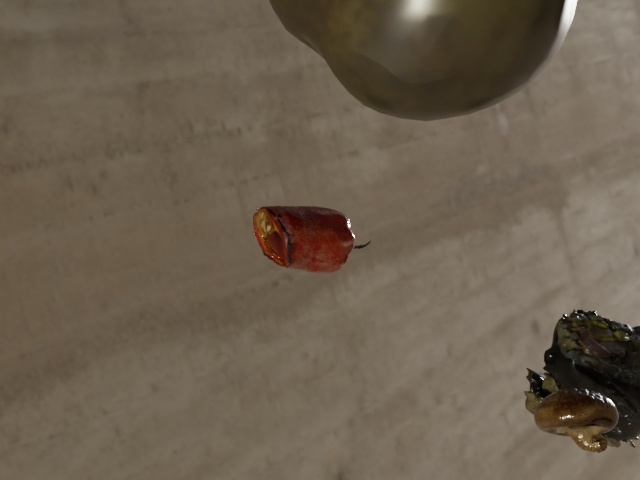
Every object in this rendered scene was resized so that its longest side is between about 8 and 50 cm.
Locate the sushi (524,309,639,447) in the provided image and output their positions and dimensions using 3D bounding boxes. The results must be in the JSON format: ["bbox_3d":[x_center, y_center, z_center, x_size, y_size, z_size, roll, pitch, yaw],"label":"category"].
[{"bbox_3d":[0.463,0.253,1.900,0.225,0.238,0.218,-34,158,-49],"label":"sushi"}]

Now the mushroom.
[{"bbox_3d":[0.374,0.255,1.645,0.109,0.085,0.126,22,179,41],"label":"mushroom"}]

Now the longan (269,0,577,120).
[{"bbox_3d":[0.124,-0.331,1.334,0.405,0.404,0.336,-15,151,6],"label":"longan"}]

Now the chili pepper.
[{"bbox_3d":[0.000,0.000,1.433,0.192,0.086,0.084,3,174,-45],"label":"chili pepper"}]
